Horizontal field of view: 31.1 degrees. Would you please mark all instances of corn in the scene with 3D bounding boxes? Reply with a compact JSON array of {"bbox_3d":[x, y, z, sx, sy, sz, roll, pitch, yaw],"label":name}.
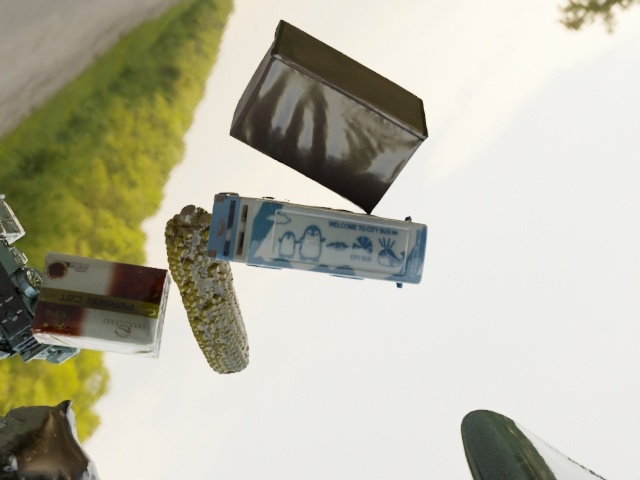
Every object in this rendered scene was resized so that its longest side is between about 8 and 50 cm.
[{"bbox_3d":[-0.174,0.080,1.792,0.097,0.320,0.097,-8,-144,6],"label":"corn"}]

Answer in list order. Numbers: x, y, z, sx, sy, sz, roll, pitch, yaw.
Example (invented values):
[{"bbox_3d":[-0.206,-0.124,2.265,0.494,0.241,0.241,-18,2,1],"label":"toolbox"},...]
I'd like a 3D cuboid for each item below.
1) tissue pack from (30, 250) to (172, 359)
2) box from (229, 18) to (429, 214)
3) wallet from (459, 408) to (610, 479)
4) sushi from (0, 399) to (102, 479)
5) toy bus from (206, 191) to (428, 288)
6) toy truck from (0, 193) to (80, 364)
[{"bbox_3d":[-0.263,0.079,1.396,0.099,0.148,0.106,108,-10,-77],"label":"tissue pack"},{"bbox_3d":[0.010,-0.184,1.699,0.153,0.252,0.188,-57,-168,22],"label":"box"},{"bbox_3d":[0.225,0.251,0.755,0.054,0.290,0.251,-49,-150,18],"label":"wallet"},{"bbox_3d":[-0.349,0.254,0.997,0.343,0.182,0.196,-17,174,30],"label":"sushi"},{"bbox_3d":[0.000,0.000,1.585,0.131,0.297,0.106,6,-91,61],"label":"toy bus"},{"bbox_3d":[-0.423,0.057,1.573,0.108,0.257,0.140,-33,177,10],"label":"toy truck"}]
